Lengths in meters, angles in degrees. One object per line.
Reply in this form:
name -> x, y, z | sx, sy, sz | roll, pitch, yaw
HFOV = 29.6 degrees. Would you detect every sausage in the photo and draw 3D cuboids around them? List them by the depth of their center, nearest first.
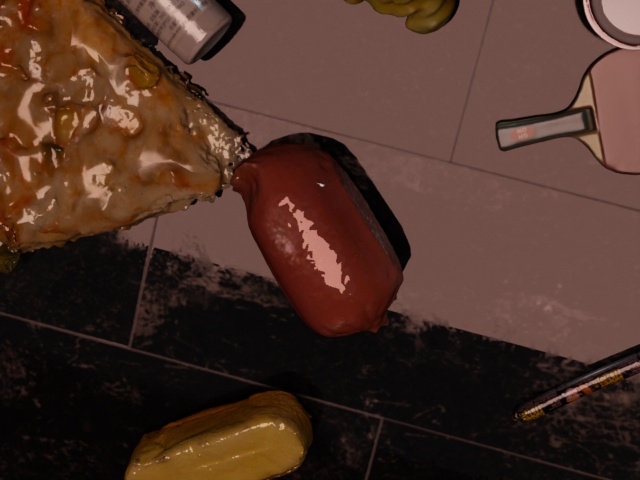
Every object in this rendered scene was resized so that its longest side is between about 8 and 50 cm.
sausage -> 0.000, 0.000, 1.413 | 0.148, 0.148, 0.254 | -28, 96, 12
sausage -> 0.321, 0.175, 1.462 | 0.198, 0.025, 0.028 | -25, 94, 13

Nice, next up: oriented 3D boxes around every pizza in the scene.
pizza -> -0.359, -0.129, 1.469 | 0.392, 0.080, 0.435 | -43, 91, 13

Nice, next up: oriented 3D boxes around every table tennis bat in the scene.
table tennis bat -> 0.339, -0.144, 1.397 | 0.274, 0.021, 0.154 | -11, 100, 8

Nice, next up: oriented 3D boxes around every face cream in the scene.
face cream -> 0.345, -0.268, 1.327 | 0.117, 0.104, 0.117 | 1, 101, 7
face cream -> -0.223, -0.323, 1.408 | 0.269, 0.082, 0.082 | 45, 104, -2

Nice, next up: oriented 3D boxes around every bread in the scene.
bread -> -0.125, 0.265, 1.511 | 0.246, 0.094, 0.102 | -22, 107, 12

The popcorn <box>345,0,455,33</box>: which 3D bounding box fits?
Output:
popcorn -> 0.078, -0.360, 1.290 | 0.250, 0.235, 0.241 | 27, 83, -27
